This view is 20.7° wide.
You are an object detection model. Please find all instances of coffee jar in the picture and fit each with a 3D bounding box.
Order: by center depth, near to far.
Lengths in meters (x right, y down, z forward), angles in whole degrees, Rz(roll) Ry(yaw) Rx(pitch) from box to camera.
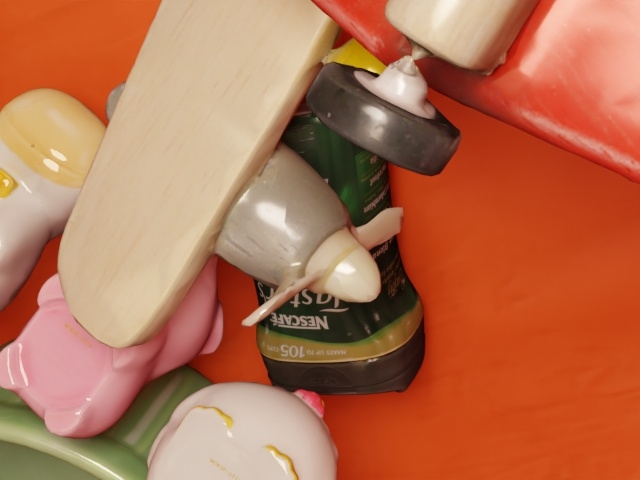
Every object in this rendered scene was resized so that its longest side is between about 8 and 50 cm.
[{"bbox_3d":[0.000,0.000,0.974,0.096,0.079,0.184,-3,115,23],"label":"coffee jar"}]

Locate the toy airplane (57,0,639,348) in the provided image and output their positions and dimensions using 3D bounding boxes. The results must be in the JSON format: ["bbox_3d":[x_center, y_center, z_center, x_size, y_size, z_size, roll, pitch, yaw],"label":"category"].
[{"bbox_3d":[0.025,-0.159,0.804,0.386,0.272,0.384,-16,72,36],"label":"toy airplane"}]

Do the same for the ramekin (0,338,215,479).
[{"bbox_3d":[-0.156,0.204,1.098,0.303,0.148,0.303,9,119,16],"label":"ramekin"}]

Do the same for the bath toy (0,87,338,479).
[{"bbox_3d":[-0.120,0.036,0.963,0.348,0.129,0.151,43,97,13],"label":"bath toy"}]
